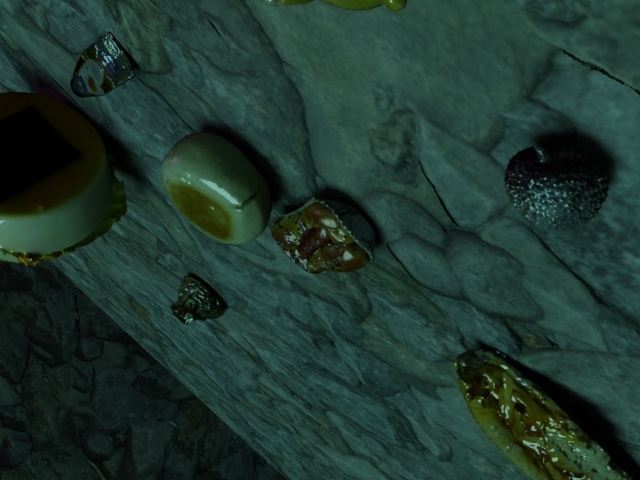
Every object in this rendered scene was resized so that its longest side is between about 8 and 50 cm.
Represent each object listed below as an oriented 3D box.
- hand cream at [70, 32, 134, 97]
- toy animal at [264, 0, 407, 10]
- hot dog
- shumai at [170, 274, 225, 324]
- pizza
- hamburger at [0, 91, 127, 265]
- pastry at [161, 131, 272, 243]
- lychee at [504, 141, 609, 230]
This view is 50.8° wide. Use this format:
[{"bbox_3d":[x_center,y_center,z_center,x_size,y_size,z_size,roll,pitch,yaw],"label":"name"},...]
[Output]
[{"bbox_3d":[-0.297,-0.224,0.900,0.163,0.039,0.062,-5,115,55],"label":"hand cream"},{"bbox_3d":[-0.008,-0.198,0.494,0.159,0.070,0.083,15,149,52],"label":"toy animal"},{"bbox_3d":[0.000,0.000,0.840,0.108,0.059,0.191,49,157,-11],"label":"hot dog"},{"bbox_3d":[-0.267,0.141,1.435,0.099,0.087,0.123,4,140,51],"label":"shumai"},{"bbox_3d":[0.298,0.270,0.856,0.365,0.074,0.182,49,164,-22],"label":"pizza"},{"bbox_3d":[-0.477,-0.095,1.096,0.294,0.276,0.179,42,146,5],"label":"hamburger"},{"bbox_3d":[-0.128,-0.066,0.865,0.156,0.092,0.156,31,158,14],"label":"pastry"},{"bbox_3d":[0.175,-0.043,0.503,0.083,0.068,0.067,49,-164,-28],"label":"lychee"}]
